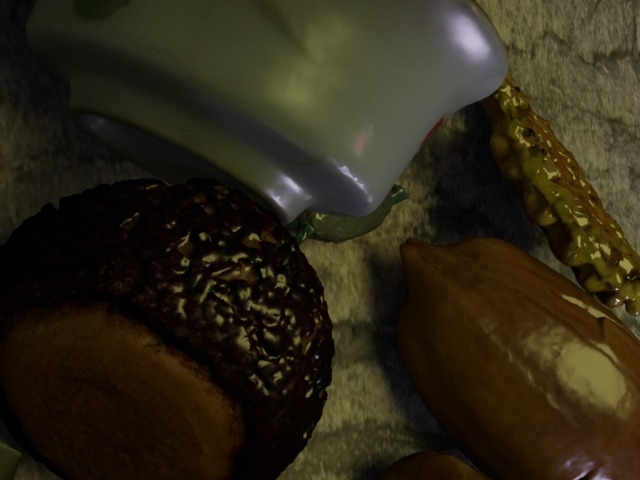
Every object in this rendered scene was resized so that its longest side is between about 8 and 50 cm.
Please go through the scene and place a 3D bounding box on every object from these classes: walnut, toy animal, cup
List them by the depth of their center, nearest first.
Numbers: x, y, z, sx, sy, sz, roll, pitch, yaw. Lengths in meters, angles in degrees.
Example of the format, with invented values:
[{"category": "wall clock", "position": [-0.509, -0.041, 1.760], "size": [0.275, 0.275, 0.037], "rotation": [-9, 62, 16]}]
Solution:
[{"category": "cup", "position": [-0.062, -0.120, 0.917], "size": [0.347, 0.347, 0.163], "rotation": [36, 77, -44]}, {"category": "toy animal", "position": [-0.002, -0.005, 1.156], "size": [0.079, 0.070, 0.253], "rotation": [50, 49, -14]}, {"category": "walnut", "position": [0.188, 0.116, 1.282], "size": [0.336, 0.209, 0.209], "rotation": [43, 50, -16]}]

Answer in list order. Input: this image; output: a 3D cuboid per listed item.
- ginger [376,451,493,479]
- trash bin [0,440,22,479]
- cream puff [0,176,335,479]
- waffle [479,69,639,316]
[{"category": "ginger", "position": [0.150, 0.338, 1.220], "size": [0.165, 0.172, 0.321], "rotation": [-102, 175, -77]}, {"category": "trash bin", "position": [-0.284, 0.202, 0.715], "size": [0.164, 0.122, 0.241], "rotation": [35, 60, -45]}, {"category": "cream puff", "position": [-0.103, 0.064, 0.875], "size": [0.239, 0.239, 0.165], "rotation": [62, 33, -25]}, {"category": "waffle", "position": [0.247, -0.052, 1.389], "size": [0.281, 0.058, 0.301], "rotation": [42, 20, -40]}]
